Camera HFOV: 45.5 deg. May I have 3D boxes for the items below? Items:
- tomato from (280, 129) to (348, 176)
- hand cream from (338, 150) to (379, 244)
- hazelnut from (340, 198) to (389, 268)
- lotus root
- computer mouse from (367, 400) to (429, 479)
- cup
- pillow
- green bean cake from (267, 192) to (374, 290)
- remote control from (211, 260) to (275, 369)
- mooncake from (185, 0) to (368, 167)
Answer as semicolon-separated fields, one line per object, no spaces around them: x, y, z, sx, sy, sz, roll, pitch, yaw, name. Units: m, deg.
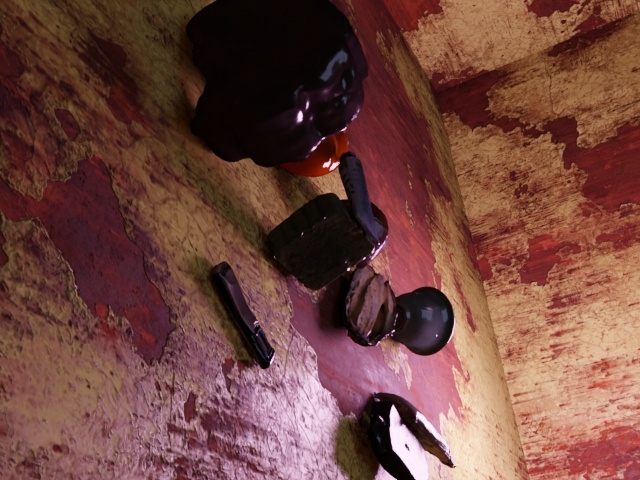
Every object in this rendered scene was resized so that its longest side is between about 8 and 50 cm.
-0.037;-0.262;1.773;0.260;0.180;0.259;-7;90;-68;tomato
0.083;-0.102;1.654;0.088;0.055;0.256;53;16;-43;hand cream
0.089;-0.023;1.963;0.202;0.160;0.170;25;-50;65;hazelnut
0.109;0.179;1.922;0.167;0.078;0.329;44;26;-4;lotus root
0.167;0.481;1.758;0.147;0.088;0.264;-86;152;-52;computer mouse
0.252;0.220;2.135;0.150;0.199;0.199;12;59;-45;cup
0.246;0.465;1.904;0.169;0.059;0.255;28;-19;53;pillow
0.000;0.000;1.629;0.185;0.183;0.094;43;16;-50;green bean cake
-0.138;0.136;1.381;0.212;0.028;0.059;64;22;-17;remote control
-0.089;-0.326;1.523;0.212;0.351;0.381;60;31;-50;mooncake
